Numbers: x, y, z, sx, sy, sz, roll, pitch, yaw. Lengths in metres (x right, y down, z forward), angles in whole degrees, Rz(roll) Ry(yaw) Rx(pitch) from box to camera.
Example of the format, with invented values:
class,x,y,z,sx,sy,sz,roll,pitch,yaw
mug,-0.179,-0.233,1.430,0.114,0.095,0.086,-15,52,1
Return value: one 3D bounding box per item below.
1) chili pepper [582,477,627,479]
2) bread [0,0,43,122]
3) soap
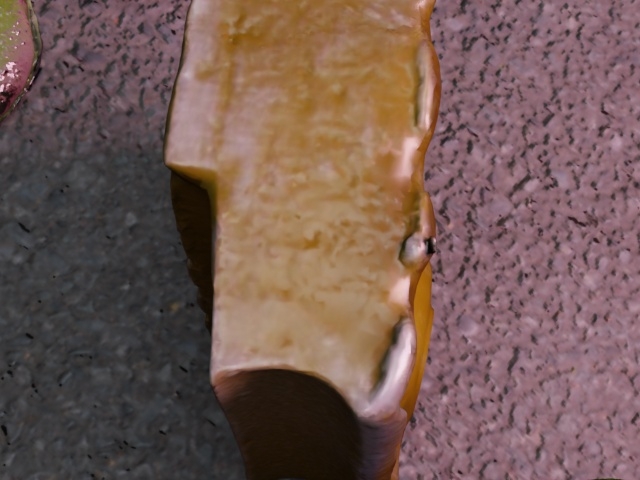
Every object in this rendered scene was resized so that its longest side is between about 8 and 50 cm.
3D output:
class,x,y,z,sx,sy,sz,roll,pitch,yaw
chili pepper,0.103,0.200,0.718,0.257,0.074,0.100,-23,74,-7
bread,-0.301,-0.150,0.850,0.228,0.033,0.229,1,66,-2
soap,0.000,0.000,0.677,0.143,0.281,0.259,1,68,-1
